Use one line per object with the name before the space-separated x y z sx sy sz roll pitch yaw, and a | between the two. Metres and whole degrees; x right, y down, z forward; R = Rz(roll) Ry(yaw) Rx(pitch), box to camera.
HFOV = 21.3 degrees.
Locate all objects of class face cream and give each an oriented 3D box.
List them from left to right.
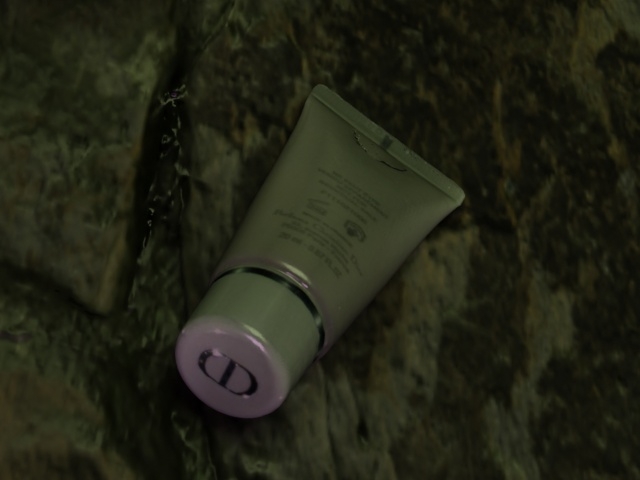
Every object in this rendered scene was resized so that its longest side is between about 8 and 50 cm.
face cream | 0.000 0.000 1.179 0.143 0.089 0.314 36 41 0
